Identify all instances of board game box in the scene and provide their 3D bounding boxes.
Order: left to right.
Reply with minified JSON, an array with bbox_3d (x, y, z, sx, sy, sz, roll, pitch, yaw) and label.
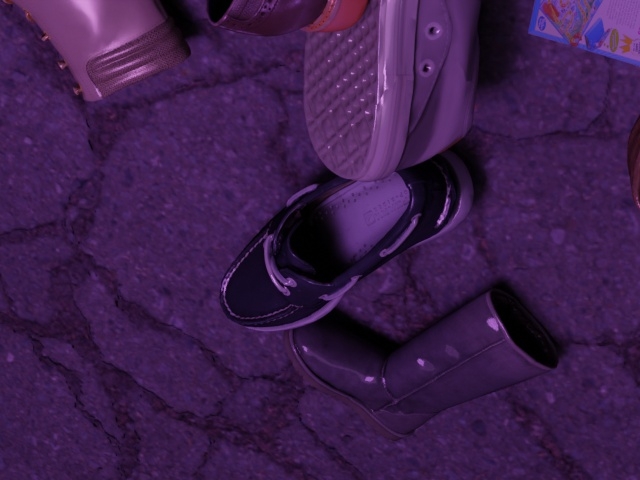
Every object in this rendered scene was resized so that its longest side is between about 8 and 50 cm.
[{"bbox_3d":[0.232,-0.222,1.454,0.103,0.026,0.154,19,130,12],"label":"board game box"}]

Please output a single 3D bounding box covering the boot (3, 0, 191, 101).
[{"bbox_3d":[-0.261,-0.218,1.656,0.262,0.095,0.203,-12,119,27],"label":"boot"}]

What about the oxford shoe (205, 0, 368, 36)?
[{"bbox_3d":[-0.044,-0.335,1.371,0.130,0.133,0.363,5,104,56],"label":"oxford shoe"}]

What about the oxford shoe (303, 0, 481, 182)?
[{"bbox_3d":[0.080,-0.260,1.445,0.169,0.130,0.449,39,132,47],"label":"oxford shoe"}]

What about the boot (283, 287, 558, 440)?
[{"bbox_3d":[0.093,0.101,1.728,0.190,0.076,0.208,36,140,-21],"label":"boot"}]

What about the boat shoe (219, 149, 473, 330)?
[{"bbox_3d":[0.000,0.000,1.667,0.302,0.091,0.114,-36,74,34],"label":"boat shoe"}]

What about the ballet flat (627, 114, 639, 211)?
[{"bbox_3d":[0.334,-0.137,1.403,0.116,0.124,0.342,31,131,-2],"label":"ballet flat"}]
